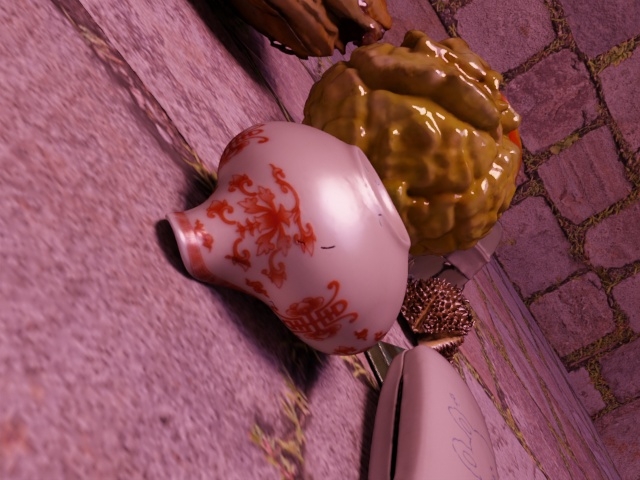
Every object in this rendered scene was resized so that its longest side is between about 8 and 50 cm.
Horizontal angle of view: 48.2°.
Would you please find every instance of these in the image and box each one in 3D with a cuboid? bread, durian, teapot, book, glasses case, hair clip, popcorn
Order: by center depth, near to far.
[{"bbox_3d":[0.075,0.149,0.460,0.092,0.059,0.233,51,20,-10],"label":"glasses case"},{"bbox_3d":[0.000,0.000,0.473,0.159,0.116,0.245,53,5,27],"label":"teapot"},{"bbox_3d":[0.085,0.149,0.596,0.135,0.017,0.103,65,15,23],"label":"book"},{"bbox_3d":[0.095,-0.108,0.740,0.259,0.212,0.259,27,32,-19],"label":"popcorn"},{"bbox_3d":[-0.067,-0.342,0.787,0.277,0.167,0.324,45,20,-42],"label":"bread"},{"bbox_3d":[0.136,0.086,0.799,0.110,0.071,0.140,64,10,18],"label":"durian"},{"bbox_3d":[0.185,0.020,0.955,0.054,0.140,0.220,49,8,29],"label":"hair clip"}]

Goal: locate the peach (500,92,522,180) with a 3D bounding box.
[{"bbox_3d":[0.159,-0.123,0.974,0.231,0.231,0.231,53,15,-21],"label":"peach"}]
